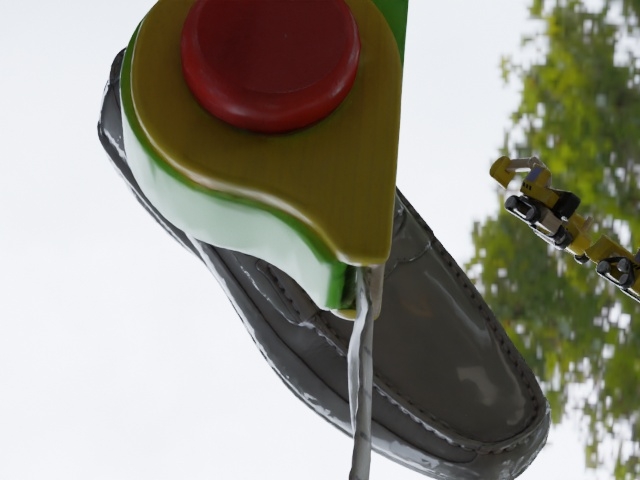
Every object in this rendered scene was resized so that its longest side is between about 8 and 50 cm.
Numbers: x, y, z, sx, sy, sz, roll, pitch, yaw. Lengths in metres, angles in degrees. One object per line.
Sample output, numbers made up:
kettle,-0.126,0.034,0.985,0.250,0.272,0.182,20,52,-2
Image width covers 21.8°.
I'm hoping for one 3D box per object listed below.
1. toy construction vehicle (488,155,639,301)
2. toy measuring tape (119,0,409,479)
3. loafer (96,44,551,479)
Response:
toy construction vehicle,0.143,-0.010,0.934,0.035,0.086,0.098,-55,-155,3
toy measuring tape,-0.029,0.001,0.641,0.121,0.121,0.330,1,-117,8
loafer,0.000,0.000,0.887,0.319,0.111,0.112,42,-126,15
